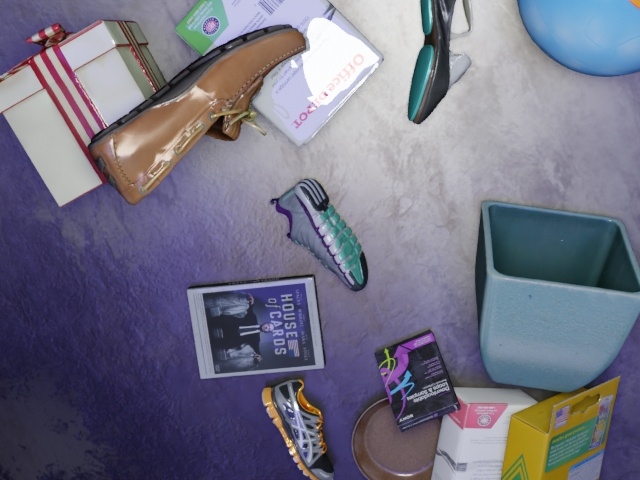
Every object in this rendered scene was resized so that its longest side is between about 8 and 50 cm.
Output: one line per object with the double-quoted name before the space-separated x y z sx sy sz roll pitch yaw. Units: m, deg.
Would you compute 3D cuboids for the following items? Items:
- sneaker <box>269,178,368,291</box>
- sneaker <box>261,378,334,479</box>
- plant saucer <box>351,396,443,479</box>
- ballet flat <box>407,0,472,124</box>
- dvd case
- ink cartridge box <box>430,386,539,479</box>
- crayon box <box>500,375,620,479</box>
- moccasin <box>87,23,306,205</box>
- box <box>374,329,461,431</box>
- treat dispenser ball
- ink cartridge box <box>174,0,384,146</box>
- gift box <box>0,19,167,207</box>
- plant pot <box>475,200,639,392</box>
"sneaker" 0.000 0.000 1.604 0.098 0.083 0.224 -26 97 32
"sneaker" -0.026 0.357 1.665 0.083 0.084 0.215 -30 97 5
"plant saucer" 0.158 0.379 1.678 0.198 0.036 0.199 1 101 4
"ballet flat" 0.209 -0.334 1.502 0.096 0.095 0.280 3 102 -9
"dvd case" -0.119 0.162 1.658 0.238 0.029 0.179 -6 102 6
"ink cartridge box" 0.299 0.383 1.618 0.158 0.092 0.218 5 101 -19
"crayon box" 0.410 0.390 1.563 0.083 0.203 0.323 25 117 45
"moccasin" -0.166 -0.198 1.359 0.380 0.139 0.147 -43 108 -23
"box" 0.172 0.250 1.598 0.116 0.162 0.029 -24 140 8
"treat dispenser ball" 0.446 -0.398 1.368 0.288 0.288 0.288 1 102 4
"ink cartridge box" -0.063 -0.330 1.504 0.289 0.121 0.211 44 101 -5
"gift box" -0.399 -0.222 1.487 0.276 0.255 0.258 -27 100 3
"plant pot" 0.376 0.111 1.510 0.247 0.247 0.252 8 122 2
